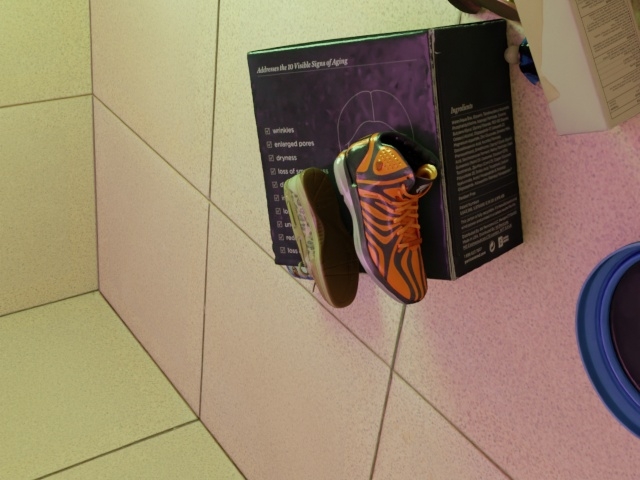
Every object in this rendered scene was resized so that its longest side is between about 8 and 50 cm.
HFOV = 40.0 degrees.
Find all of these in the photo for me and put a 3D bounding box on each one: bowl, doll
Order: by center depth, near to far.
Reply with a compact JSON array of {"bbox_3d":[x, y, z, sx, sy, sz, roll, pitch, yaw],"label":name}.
[{"bbox_3d":[0.626,0.185,1.540,0.391,0.077,0.390,28,125,49],"label":"bowl"},{"bbox_3d":[0.419,-0.346,1.658,0.189,0.046,0.129,29,136,56],"label":"doll"}]

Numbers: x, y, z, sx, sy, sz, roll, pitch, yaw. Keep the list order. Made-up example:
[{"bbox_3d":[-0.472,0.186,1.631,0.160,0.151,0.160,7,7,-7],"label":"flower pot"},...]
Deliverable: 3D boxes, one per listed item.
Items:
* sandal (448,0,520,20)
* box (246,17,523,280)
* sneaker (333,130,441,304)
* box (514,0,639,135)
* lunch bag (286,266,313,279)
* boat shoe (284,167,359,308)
[{"bbox_3d":[0.333,-0.486,1.705,0.079,0.088,0.240,-58,28,3],"label":"sandal"},{"bbox_3d":[0.132,-0.193,1.840,0.480,0.297,0.471,4,108,41],"label":"box"},{"bbox_3d":[0.148,-0.048,1.594,0.180,0.125,0.321,-27,86,44],"label":"sneaker"},{"bbox_3d":[0.440,-0.346,1.476,0.121,0.148,0.311,3,117,59],"label":"box"},{"bbox_3d":[-0.003,-0.017,2.381,0.303,0.115,0.243,-4,97,58],"label":"lunch bag"},{"bbox_3d":[0.000,0.000,1.764,0.089,0.105,0.285,-20,80,47],"label":"boat shoe"}]
